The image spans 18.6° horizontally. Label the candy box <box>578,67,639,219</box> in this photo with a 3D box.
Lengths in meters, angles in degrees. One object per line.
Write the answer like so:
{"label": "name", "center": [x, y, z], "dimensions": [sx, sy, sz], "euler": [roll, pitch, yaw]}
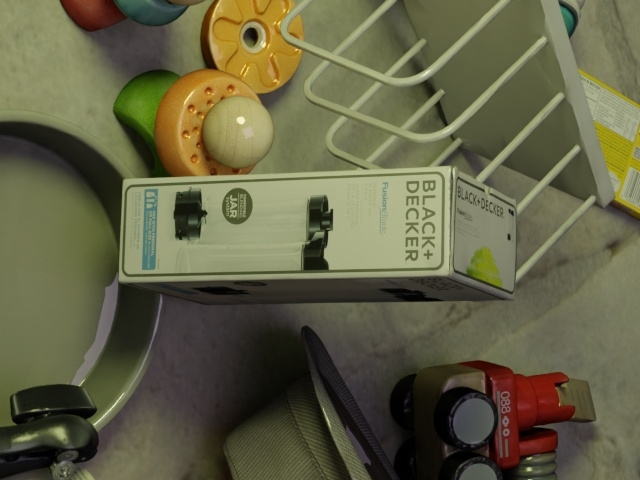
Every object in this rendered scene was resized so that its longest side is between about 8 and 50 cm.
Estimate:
{"label": "candy box", "center": [0.291, -0.099, 1.996], "dimensions": [0.206, 0.027, 0.105], "euler": [26, 76, -34]}

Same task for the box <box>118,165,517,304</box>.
{"label": "box", "center": [0.000, 0.000, 1.598], "dimensions": [0.169, 0.290, 0.087], "euler": [22, 68, -66]}

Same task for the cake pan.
{"label": "cake pan", "center": [-0.263, 0.039, 1.598], "dimensions": [0.293, 0.054, 0.293], "euler": [-2, 94, -35]}

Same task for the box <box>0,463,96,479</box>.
{"label": "box", "center": [-0.291, 0.271, 1.540], "dimensions": [0.275, 0.113, 0.094], "euler": [-14, 132, -30]}

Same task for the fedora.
{"label": "fedora", "center": [0.001, 0.225, 1.729], "dimensions": [0.124, 0.244, 0.275], "euler": [-30, 97, 4]}

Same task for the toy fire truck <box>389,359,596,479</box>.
{"label": "toy fire truck", "center": [0.197, 0.217, 1.895], "dimensions": [0.246, 0.158, 0.217], "euler": [-7, 97, -24]}

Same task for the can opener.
{"label": "can opener", "center": [-0.260, 0.165, 1.551], "dimensions": [0.186, 0.073, 0.059], "euler": [-10, 138, -31]}

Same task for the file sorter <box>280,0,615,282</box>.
{"label": "file sorter", "center": [0.108, -0.113, 1.722], "dimensions": [0.173, 0.193, 0.278], "euler": [-43, 135, -21]}

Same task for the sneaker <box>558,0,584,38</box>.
{"label": "sneaker", "center": [0.136, -0.235, 1.838], "dimensions": [0.275, 0.107, 0.110], "euler": [22, 93, -32]}

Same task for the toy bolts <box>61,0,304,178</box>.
{"label": "toy bolts", "center": [-0.087, -0.179, 1.643], "dimensions": [0.218, 0.158, 0.228], "euler": [-43, 116, -25]}
